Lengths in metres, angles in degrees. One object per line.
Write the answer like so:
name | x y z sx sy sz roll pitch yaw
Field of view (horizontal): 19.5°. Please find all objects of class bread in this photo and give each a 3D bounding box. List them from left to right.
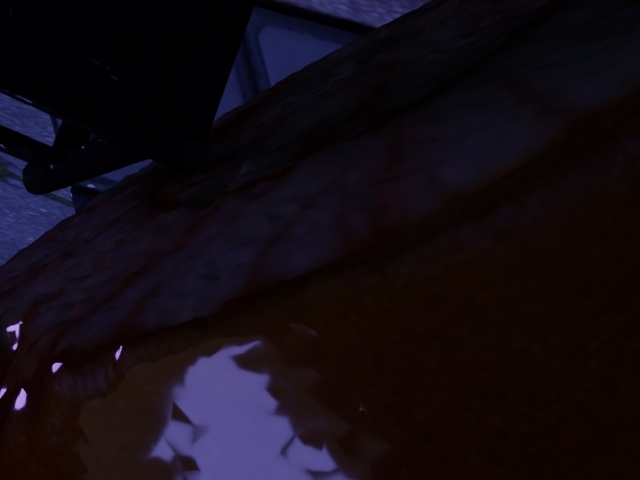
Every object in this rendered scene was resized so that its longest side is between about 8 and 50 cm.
bread | 0.031 0.003 0.560 0.114 0.295 0.327 60 156 -13

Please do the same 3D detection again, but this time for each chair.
chair | -0.078 -0.110 0.528 0.141 0.154 0.260 23 168 -21

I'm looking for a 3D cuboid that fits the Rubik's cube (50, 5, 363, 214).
Rubik's cube | 0.001 0.001 0.853 0.228 0.233 0.229 -14 -135 -25
